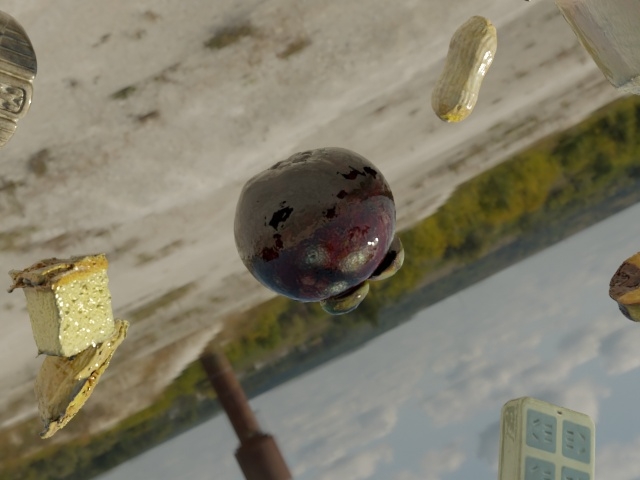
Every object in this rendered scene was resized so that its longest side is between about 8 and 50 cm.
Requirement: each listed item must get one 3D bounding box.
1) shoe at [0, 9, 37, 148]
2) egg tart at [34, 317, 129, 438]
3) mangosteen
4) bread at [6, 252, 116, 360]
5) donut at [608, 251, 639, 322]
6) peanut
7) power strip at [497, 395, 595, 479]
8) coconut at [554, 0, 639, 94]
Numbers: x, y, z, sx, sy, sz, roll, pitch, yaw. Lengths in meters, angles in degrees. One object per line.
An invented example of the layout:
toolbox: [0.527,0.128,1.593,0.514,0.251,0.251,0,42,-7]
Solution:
shoe: [-0.521,-0.179,1.610,0.351,0.172,0.198,-54,-157,15]
egg tart: [-0.394,0.202,1.857,0.232,0.098,0.252,-58,-178,33]
mangosteen: [-0.005,-0.011,2.020,0.300,0.300,0.300,-26,175,-3]
bread: [-0.363,0.092,1.706,0.152,0.147,0.127,-17,-169,-35]
donut: [0.473,0.062,1.631,0.140,0.059,0.140,-24,-158,11]
peanut: [0.263,-0.314,2.128,0.087,0.087,0.206,50,61,-85]
power strip: [0.250,0.306,1.300,0.118,0.270,0.046,21,152,-28]
coconut: [0.350,-0.278,1.206,0.224,0.234,0.224,-32,-179,1]
